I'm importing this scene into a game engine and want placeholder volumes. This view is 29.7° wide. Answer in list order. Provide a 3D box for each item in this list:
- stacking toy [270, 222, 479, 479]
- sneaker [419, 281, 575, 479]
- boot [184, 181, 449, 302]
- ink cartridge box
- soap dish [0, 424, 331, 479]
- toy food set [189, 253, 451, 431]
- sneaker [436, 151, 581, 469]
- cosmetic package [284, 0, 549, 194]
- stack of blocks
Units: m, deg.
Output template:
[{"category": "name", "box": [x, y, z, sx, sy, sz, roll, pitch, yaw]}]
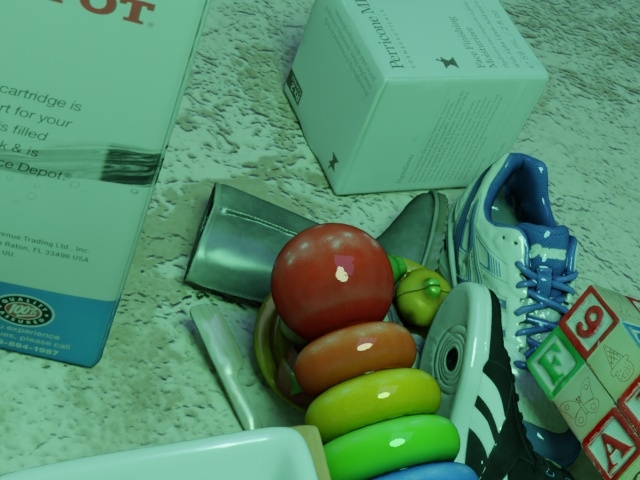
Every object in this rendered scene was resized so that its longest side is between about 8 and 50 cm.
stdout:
[{"category": "stacking toy", "box": [0.043, 0.143, 0.831, 0.141, 0.141, 0.330, -5, 66, -28]}, {"category": "sneaker", "box": [0.140, 0.146, 0.926, 0.121, 0.079, 0.217, 10, 83, -22]}, {"category": "boot", "box": [0.001, -0.002, 1.057, 0.208, 0.076, 0.190, 17, 45, 1]}, {"category": "ink cartridge box", "box": [-0.242, -0.116, 0.814, 0.285, 0.395, 0.166, 14, 46, -12]}, {"category": "soap dish", "box": [-0.083, 0.262, 0.698, 0.228, 0.118, 0.291, -9, 52, -9]}, {"category": "toy food set", "box": [0.021, 0.070, 0.945, 0.217, 0.071, 0.128, -14, 72, -19]}, {"category": "sneaker", "box": [0.168, 0.051, 1.033, 0.111, 0.131, 0.296, 7, 48, -21]}, {"category": "cosmetic package", "box": [0.088, -0.151, 1.168, 0.183, 0.151, 0.151, -5, 51, -28]}, {"category": "stack of blocks", "box": [0.322, 0.150, 0.951, 0.297, 0.087, 0.171, 16, 30, -38]}]
